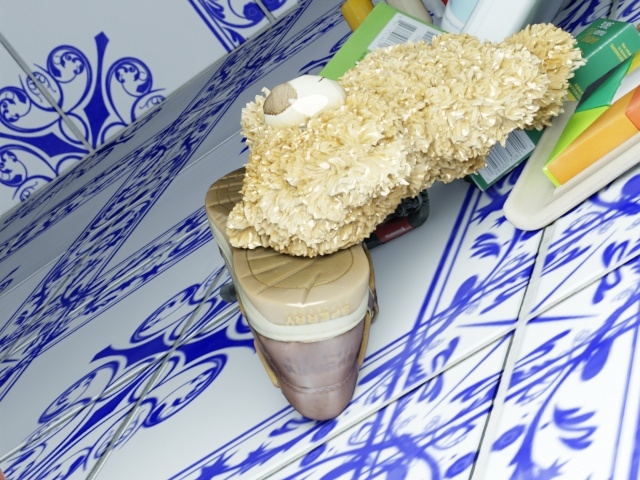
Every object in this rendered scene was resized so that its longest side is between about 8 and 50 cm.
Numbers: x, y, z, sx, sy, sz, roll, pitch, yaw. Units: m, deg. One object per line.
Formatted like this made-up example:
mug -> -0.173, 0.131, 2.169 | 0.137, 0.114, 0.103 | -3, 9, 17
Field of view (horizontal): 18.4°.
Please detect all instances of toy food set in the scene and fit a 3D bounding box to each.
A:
toy food set -> 0.153, -0.299, 2.458 | 0.232, 0.104, 0.111 | -24, -11, -28

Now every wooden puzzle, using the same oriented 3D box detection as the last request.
wooden puzzle -> 0.251, -0.116, 1.459 | 0.238, 0.044, 0.221 | -31, 13, 31

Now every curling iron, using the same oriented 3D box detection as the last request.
curling iron -> 0.000, 0.000, 1.754 | 0.035, 0.068, 0.274 | -22, -7, -45

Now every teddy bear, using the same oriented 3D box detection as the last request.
teddy bear -> 0.057, -0.101, 1.476 | 0.338, 0.113, 0.245 | -24, 25, -32

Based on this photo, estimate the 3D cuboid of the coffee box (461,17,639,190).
coffee box -> 0.189, -0.116, 1.661 | 0.184, 0.040, 0.113 | -39, 9, 0

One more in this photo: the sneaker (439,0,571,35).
sneaker -> 0.217, -0.326, 1.992 | 0.319, 0.127, 0.208 | -69, -6, -55

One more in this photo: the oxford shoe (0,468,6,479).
oxford shoe -> -0.373, 0.323, 1.576 | 0.348, 0.123, 0.130 | -46, -13, -30

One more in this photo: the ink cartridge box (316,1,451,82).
ink cartridge box -> 0.033, -0.064, 1.842 | 0.189, 0.097, 0.255 | -53, -16, -45

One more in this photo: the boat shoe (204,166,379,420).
boat shoe -> -0.014, 0.030, 1.499 | 0.123, 0.123, 0.342 | -11, 22, -4

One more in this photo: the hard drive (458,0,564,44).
hard drive -> 0.219, -0.281, 1.744 | 0.353, 0.047, 0.233 | -61, -9, 15

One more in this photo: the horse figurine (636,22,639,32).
horse figurine -> 0.314, -0.265, 1.585 | 0.174, 0.066, 0.263 | -60, -16, -66
